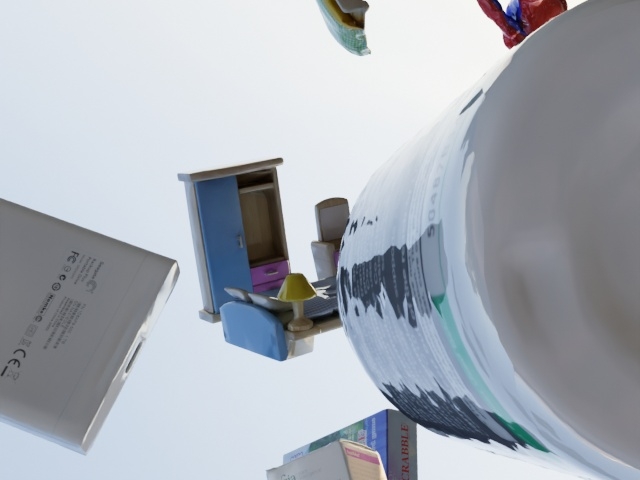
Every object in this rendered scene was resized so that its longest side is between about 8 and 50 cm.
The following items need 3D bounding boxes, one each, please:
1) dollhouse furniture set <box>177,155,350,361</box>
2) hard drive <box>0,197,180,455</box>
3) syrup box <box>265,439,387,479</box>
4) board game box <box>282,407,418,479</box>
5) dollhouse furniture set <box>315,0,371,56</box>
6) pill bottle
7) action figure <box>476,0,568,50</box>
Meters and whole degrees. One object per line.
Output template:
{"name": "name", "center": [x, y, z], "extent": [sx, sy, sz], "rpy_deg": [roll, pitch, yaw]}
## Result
{"name": "dollhouse furniture set", "center": [0.000, 0.000, 1.291], "extent": [0.286, 0.198, 0.303], "rpy_deg": [-13, -168, -28]}
{"name": "hard drive", "center": [-0.366, 0.069, 1.160], "extent": [0.353, 0.047, 0.233], "rpy_deg": [19, -116, 11]}
{"name": "syrup box", "center": [0.031, 0.326, 1.026], "extent": [0.096, 0.093, 0.236], "rpy_deg": [33, -145, -54]}
{"name": "board game box", "center": [0.039, 0.466, 1.677], "extent": [0.066, 0.318, 0.318], "rpy_deg": [19, -124, -28]}
{"name": "dollhouse furniture set", "center": [-0.028, -0.177, 0.665], "extent": [0.151, 0.059, 0.076], "rpy_deg": [60, 176, 11]}
{"name": "pill bottle", "center": [0.120, 0.016, 0.560], "extent": [0.204, 0.204, 0.361], "rpy_deg": [27, 170, -5]}
{"name": "action figure", "center": [0.183, -0.277, 0.977], "extent": [0.091, 0.280, 0.139], "rpy_deg": [-41, -109, -15]}
